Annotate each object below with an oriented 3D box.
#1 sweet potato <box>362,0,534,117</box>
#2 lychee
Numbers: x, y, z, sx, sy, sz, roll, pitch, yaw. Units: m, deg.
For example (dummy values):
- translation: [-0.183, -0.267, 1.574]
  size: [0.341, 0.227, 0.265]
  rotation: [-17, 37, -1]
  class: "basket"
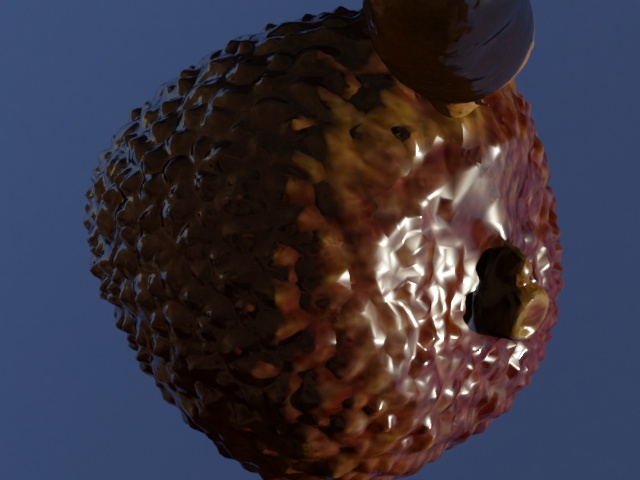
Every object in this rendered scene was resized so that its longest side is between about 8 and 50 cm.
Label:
- translation: [0.032, -0.087, 0.468]
  size: [0.056, 0.195, 0.056]
  rotation: [-5, -117, 10]
  class: "sweet potato"
- translation: [0.004, 0.005, 0.635]
  size: [0.194, 0.194, 0.194]
  rotation: [-12, -122, 20]
  class: "lychee"
